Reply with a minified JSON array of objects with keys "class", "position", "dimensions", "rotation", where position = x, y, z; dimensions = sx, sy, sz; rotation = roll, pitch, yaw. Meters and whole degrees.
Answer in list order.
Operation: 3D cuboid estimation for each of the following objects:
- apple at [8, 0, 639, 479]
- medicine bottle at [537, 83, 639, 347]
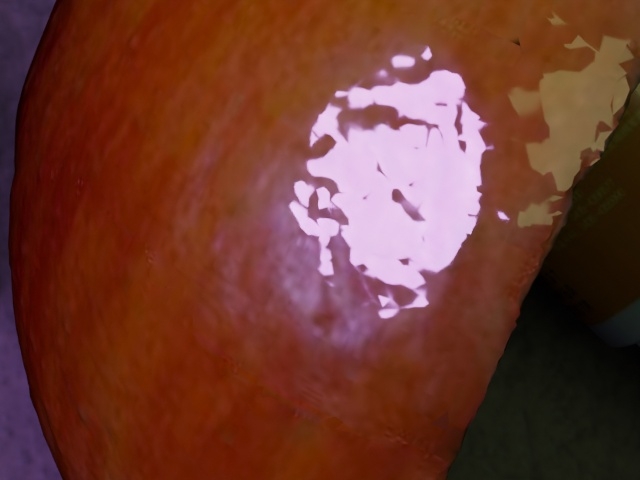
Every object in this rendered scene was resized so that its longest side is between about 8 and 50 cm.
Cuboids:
[{"class":"apple","position":[0.000,0.000,0.639],"dimensions":[0.179,0.254,0.346],"rotation":[11,112,-32]},{"class":"medicine bottle","position":[0.094,-0.084,0.743],"dimensions":[0.318,0.158,0.158],"rotation":[43,70,-1]}]
